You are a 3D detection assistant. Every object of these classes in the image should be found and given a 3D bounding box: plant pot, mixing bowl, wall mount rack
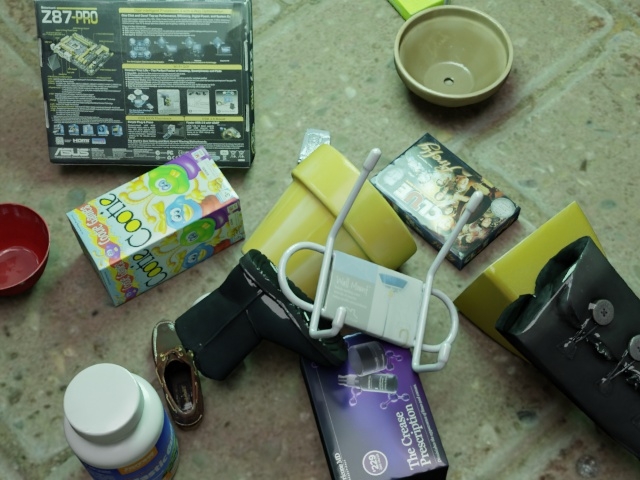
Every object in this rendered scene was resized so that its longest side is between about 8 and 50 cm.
[{"bbox_3d":[0.000,0.000,1.742,0.239,0.254,0.254,-41,66,-2],"label":"plant pot"},{"bbox_3d":[-0.570,0.032,1.804,0.181,0.098,0.181,-1,61,1],"label":"mixing bowl"},{"bbox_3d":[0.264,-0.351,1.999,0.237,0.110,0.237,-1,61,1],"label":"plant pot"},{"bbox_3d":[0.119,0.040,1.595,0.350,0.130,0.304,20,70,-24],"label":"wall mount rack"},{"bbox_3d":[0.386,0.093,1.695,0.212,0.212,0.187,-35,79,-18],"label":"plant pot"}]

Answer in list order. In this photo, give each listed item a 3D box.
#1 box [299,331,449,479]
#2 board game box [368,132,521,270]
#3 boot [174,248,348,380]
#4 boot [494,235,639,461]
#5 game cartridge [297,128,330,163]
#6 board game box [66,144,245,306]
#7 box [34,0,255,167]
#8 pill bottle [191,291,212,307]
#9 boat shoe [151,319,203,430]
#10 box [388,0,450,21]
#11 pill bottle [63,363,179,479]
[{"bbox_3d":[0.084,0.288,1.643,0.184,0.103,0.261,-15,61,-5],"label":"box"},{"bbox_3d":[0.233,-0.078,1.881,0.165,0.042,0.243,-40,67,-19],"label":"board game box"},{"bbox_3d":[-0.101,0.164,1.634,0.246,0.094,0.207,45,109,4],"label":"boot"},{"bbox_3d":[0.542,0.161,1.582,0.445,0.146,0.367,43,68,-4],"label":"boot"},{"bbox_3d":[-0.010,-0.183,1.963,0.056,0.017,0.083,9,61,10],"label":"game cartridge"},{"bbox_3d":[-0.294,-0.027,1.806,0.275,0.142,0.144,-29,63,-15],"label":"board game box"},{"bbox_3d":[-0.325,-0.300,1.876,0.394,0.318,0.097,1,24,3],"label":"box"},{"bbox_3d":[-0.176,0.153,1.745,0.065,0.065,0.116,-25,63,-13],"label":"pill bottle"},{"bbox_3d":[-0.245,0.220,1.704,0.073,0.073,0.207,-19,60,-8],"label":"boat shoe"},{"bbox_3d":[0.190,-0.556,2.156,0.109,0.042,0.178,-28,63,-15],"label":"box"},{"bbox_3d":[-0.312,0.296,1.546,0.152,0.272,0.152,-1,60,1],"label":"pill bottle"}]
